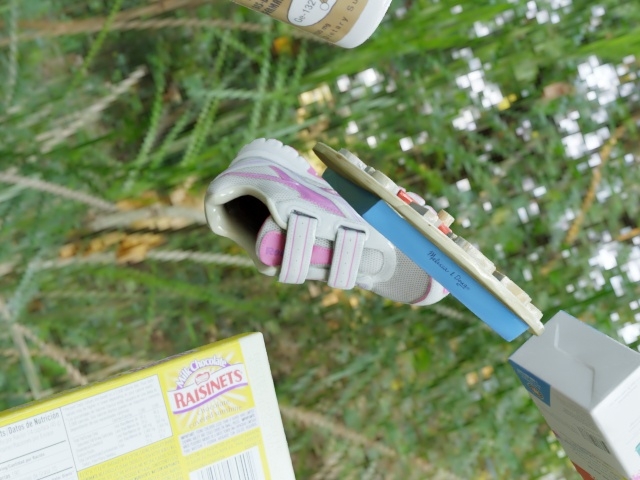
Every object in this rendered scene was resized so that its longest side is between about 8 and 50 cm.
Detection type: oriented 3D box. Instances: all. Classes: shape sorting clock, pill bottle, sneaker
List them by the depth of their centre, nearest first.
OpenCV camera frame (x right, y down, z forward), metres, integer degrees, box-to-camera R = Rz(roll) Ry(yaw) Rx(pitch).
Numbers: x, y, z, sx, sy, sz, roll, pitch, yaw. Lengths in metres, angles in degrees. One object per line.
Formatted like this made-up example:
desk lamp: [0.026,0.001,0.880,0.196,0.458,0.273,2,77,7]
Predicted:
shape sorting clock: [0.077,-0.003,0.976,0.206,0.040,0.206,41,3,-3]
sneaker: [0.000,0.000,1.226,0.252,0.111,0.103,21,-55,26]
pill bottle: [-0.046,-0.278,1.290,0.131,0.229,0.131,-55,-156,38]

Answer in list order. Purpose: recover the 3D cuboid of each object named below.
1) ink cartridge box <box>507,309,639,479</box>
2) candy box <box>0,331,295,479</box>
ink cartridge box: [0.293,0.190,1.359,0.231,0.078,0.134,55,-12,-32]
candy box: [-0.108,0.128,0.785,0.027,0.206,0.105,-11,-86,52]
